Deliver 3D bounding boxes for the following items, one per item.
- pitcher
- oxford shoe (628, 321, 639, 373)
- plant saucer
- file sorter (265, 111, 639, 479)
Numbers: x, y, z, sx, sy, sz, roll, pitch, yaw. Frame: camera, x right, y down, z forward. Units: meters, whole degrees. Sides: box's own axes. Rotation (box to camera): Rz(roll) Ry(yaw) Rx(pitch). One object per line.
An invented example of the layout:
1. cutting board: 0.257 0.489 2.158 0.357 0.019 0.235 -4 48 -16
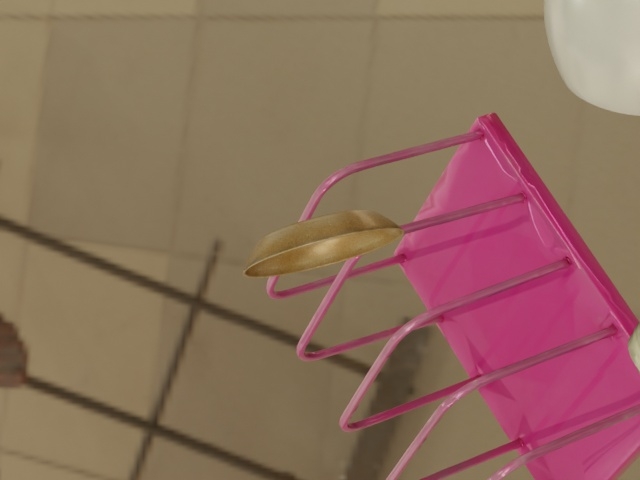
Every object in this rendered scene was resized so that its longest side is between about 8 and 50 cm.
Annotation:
1. pitcher: 0.229 -0.178 1.062 0.177 0.125 0.207 12 120 9
2. oxford shoe: 0.341 0.180 1.216 0.130 0.449 0.169 -43 42 17
3. plant saucer: 0.000 0.000 0.888 0.083 0.083 0.015 -22 78 39
4. file sorter: 0.109 0.086 1.440 0.291 0.182 0.202 58 146 23
